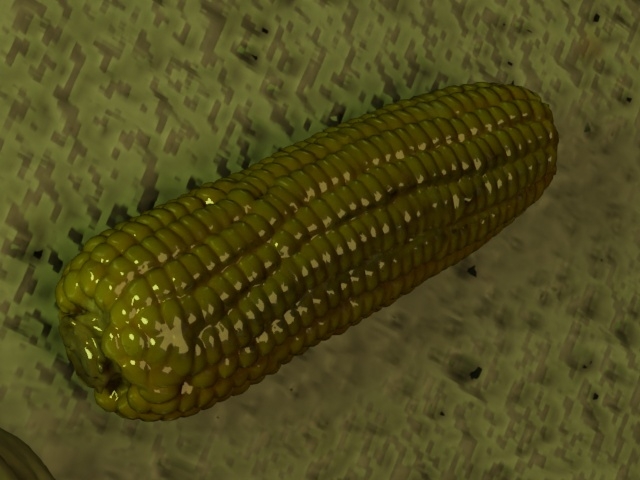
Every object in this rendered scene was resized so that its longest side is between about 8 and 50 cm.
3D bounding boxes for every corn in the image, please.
[{"bbox_3d":[0.000,0.000,0.756,0.231,0.080,0.080,-26,110,-32],"label":"corn"}]

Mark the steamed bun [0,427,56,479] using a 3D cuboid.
[{"bbox_3d":[-0.181,0.169,0.573,0.280,0.207,0.268,27,81,-32],"label":"steamed bun"}]
